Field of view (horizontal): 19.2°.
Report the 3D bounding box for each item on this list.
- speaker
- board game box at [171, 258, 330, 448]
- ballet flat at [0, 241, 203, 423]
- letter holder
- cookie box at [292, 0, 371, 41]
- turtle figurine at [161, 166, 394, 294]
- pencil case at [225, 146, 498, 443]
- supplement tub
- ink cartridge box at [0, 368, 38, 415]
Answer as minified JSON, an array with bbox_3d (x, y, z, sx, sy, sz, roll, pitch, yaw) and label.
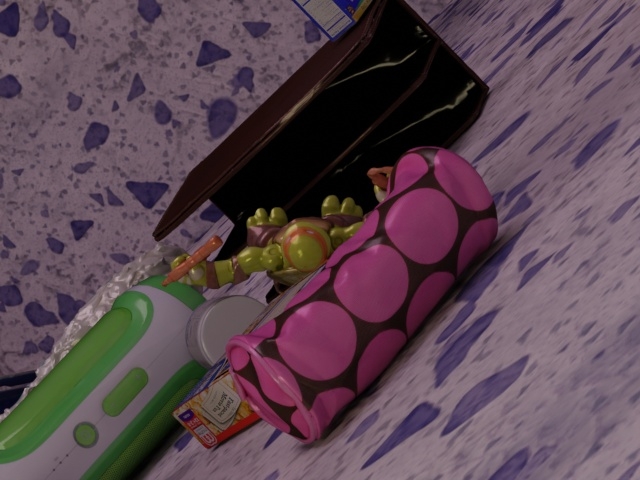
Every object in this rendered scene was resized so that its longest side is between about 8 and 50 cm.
[{"bbox_3d":[-0.209,0.166,1.717,0.296,0.131,0.131,-48,7,-32],"label":"speaker"},{"bbox_3d":[-0.018,0.072,1.454,0.147,0.045,0.193,-48,7,-36],"label":"board game box"},{"bbox_3d":[-0.228,0.178,1.906,0.409,0.147,0.147,-50,8,-21],"label":"ballet flat"},{"bbox_3d":[0.000,-0.077,1.875,0.302,0.152,0.214,-42,9,21],"label":"letter holder"},{"bbox_3d":[0.003,-0.262,1.859,0.040,0.107,0.092,-37,14,38],"label":"cookie box"},{"bbox_3d":[0.000,0.000,1.651,0.270,0.087,0.217,-23,3,2],"label":"turtle figurine"},{"bbox_3d":[0.024,0.034,1.230,0.098,0.095,0.209,18,53,43],"label":"pencil case"},{"bbox_3d":[-0.079,0.083,1.670,0.071,0.071,0.107,-46,7,-10],"label":"supplement tub"},{"bbox_3d":[-0.389,0.229,2.067,0.324,0.071,0.330,-10,-15,-34],"label":"ink cartridge box"}]
